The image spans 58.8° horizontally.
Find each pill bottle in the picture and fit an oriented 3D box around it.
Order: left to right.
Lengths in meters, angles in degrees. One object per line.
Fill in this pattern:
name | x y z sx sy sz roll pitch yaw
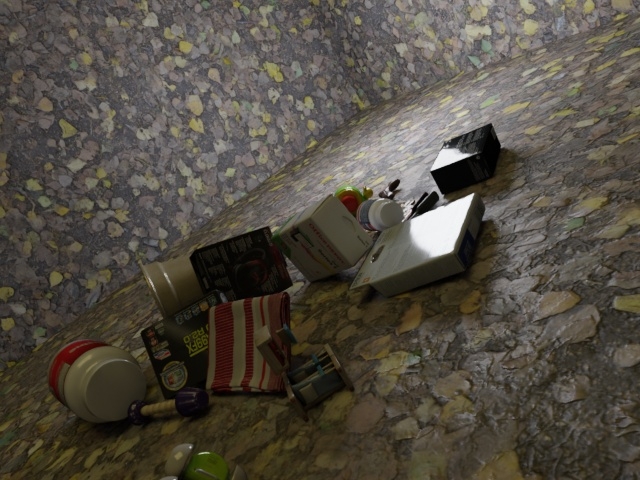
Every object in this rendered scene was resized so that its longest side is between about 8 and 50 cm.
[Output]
pill bottle | -0.697 0.437 1.777 0.229 0.229 0.407 -42 21 -31
pill bottle | 0.194 -0.082 1.830 0.108 0.108 0.180 -35 10 -12

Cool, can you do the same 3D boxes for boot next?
boot | 0.271 -0.187 2.163 0.106 0.037 0.114 -43 13 7

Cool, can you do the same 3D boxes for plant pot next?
plant pot | -0.412 0.171 1.954 0.305 0.334 0.334 -24 15 -17

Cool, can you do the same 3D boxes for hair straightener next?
hair straightener | 0.310 -0.083 1.801 0.230 0.047 0.089 -42 20 -29

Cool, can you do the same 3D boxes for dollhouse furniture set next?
dollhouse furniture set | -0.038 0.260 1.226 0.129 0.184 0.129 -33 18 -4

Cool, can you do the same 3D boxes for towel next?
towel | -0.194 0.267 1.455 0.037 0.237 0.329 12 -19 -43

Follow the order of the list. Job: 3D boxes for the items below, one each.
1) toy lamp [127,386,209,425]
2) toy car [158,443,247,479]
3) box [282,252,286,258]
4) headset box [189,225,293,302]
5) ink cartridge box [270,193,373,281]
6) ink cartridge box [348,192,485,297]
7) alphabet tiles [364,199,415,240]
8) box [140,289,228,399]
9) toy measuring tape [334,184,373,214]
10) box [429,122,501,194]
toy lamp | -0.408 0.446 1.526 0.274 0.080 0.080 -23 19 32
toy car | -0.234 0.486 1.061 0.182 0.159 0.136 -73 8 -64
box | -0.284 0.120 2.220 0.324 0.067 0.063 -32 17 -2
headset box | -0.242 0.096 1.836 0.293 0.218 0.110 -21 -6 -28
ink cartridge box | 0.000 0.000 1.752 0.117 0.201 0.278 -48 12 -31
ink cartridge box | 0.269 0.022 1.552 0.330 0.071 0.324 -25 18 36
alphabet tiles | 0.227 -0.066 1.960 0.198 0.009 0.237 -12 26 48
box | -0.359 0.297 1.627 0.270 0.216 0.060 -29 -18 8
toy measuring tape | 0.055 -0.129 2.245 0.330 0.121 0.121 -29 18 10
box | 0.497 -0.279 1.931 0.184 0.103 0.261 -16 23 32
